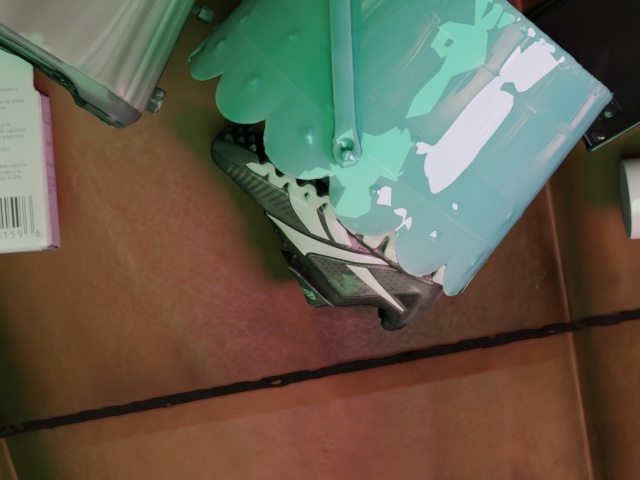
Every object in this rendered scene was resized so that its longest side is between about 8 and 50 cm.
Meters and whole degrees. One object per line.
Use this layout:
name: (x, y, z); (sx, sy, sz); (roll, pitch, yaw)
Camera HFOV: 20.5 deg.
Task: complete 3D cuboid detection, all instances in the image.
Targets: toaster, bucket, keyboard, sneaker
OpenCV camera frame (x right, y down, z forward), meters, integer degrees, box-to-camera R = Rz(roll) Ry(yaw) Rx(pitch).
toaster: (-0.191, -0.193, 1.294); (0.227, 0.129, 0.146); (31, 86, -8)
bucket: (0.060, -0.115, 1.273); (0.281, 0.281, 0.183); (38, 99, -16)
keyboard: (0.332, -0.164, 1.349); (0.317, 0.033, 0.201); (-31, 83, 13)
sneaker: (0.000, 0.000, 1.423); (0.234, 0.078, 0.106); (31, 108, -16)

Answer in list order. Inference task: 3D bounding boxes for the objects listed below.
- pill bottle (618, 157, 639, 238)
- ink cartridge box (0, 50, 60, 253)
pill bottle: (0.317, -0.041, 1.404); (0.152, 0.086, 0.086); (-6, 114, 2)
ink cartridge box: (-0.351, -0.101, 1.387); (0.275, 0.060, 0.239); (-4, 89, 1)
